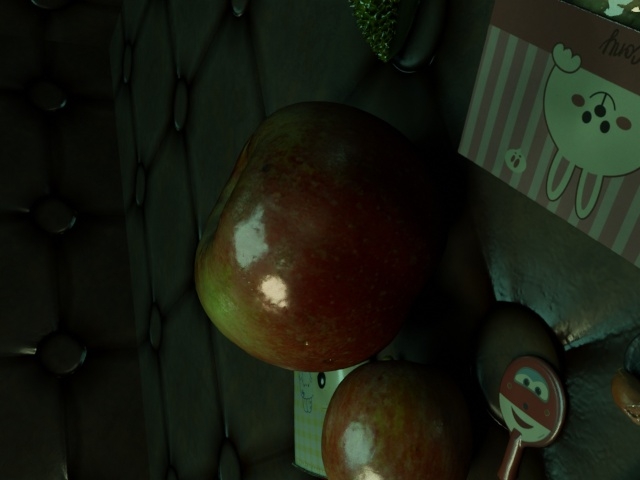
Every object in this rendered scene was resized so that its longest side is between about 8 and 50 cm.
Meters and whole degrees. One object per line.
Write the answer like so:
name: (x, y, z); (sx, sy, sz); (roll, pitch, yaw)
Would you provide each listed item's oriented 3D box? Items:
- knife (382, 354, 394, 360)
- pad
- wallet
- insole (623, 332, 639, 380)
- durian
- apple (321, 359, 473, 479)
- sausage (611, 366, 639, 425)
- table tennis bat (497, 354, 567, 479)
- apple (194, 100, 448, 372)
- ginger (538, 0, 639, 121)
knife: (0.133, 0.280, 0.955); (0.046, 0.022, 0.256); (-46, 55, 43)
pad: (0.252, -0.102, 0.646); (0.300, 0.005, 0.202); (43, 139, 38)
wallet: (0.013, 0.224, 1.136); (0.223, 0.077, 0.310); (167, 102, -65)
insole: (0.354, 0.194, 0.556); (0.310, 0.012, 0.110); (63, 143, 39)
durian: (0.091, -0.373, 0.964); (0.221, 0.095, 0.137); (-64, 38, 29)
apple: (0.094, 0.236, 0.856); (0.188, 0.188, 0.174); (-18, 65, 61)
sausage: (0.309, 0.157, 0.591); (0.036, 0.042, 0.158); (60, 167, -28)
table tennis bat: (0.230, 0.204, 0.784); (0.098, 0.019, 0.155); (37, 119, 56)
apple: (0.000, 0.000, 0.893); (0.349, 0.276, 0.349); (-57, 15, 24)
ginger: (0.259, -0.179, 0.671); (0.213, 0.074, 0.138); (-49, 43, 45)
